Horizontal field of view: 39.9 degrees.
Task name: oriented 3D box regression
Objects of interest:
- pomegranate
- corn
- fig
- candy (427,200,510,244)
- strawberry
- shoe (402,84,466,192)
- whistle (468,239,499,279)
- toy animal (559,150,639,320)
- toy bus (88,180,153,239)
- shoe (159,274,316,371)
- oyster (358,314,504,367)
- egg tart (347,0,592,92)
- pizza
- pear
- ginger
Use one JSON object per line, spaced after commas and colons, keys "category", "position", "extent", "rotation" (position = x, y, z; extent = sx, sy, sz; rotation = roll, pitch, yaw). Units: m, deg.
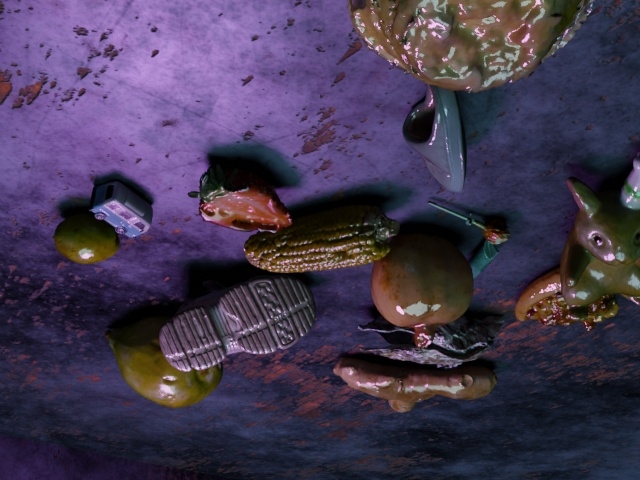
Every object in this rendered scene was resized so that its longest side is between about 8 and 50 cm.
{"category": "pomegranate", "position": [0.200, 0.083, 1.757], "extent": [0.207, 0.207, 0.207], "rotation": [2, 151, 1]}
{"category": "corn", "position": [0.000, 0.000, 1.704], "extent": [0.322, 0.119, 0.119], "rotation": [-7, 150, 25]}
{"category": "fig", "position": [-0.404, 0.302, 2.168], "extent": [0.314, 0.233, 0.233], "rotation": [-9, 149, 15]}
{"category": "candy", "position": [0.283, -0.039, 1.683], "extent": [0.184, 0.049, 0.055], "rotation": [21, -169, -19]}
{"category": "strawberry", "position": [-0.143, -0.082, 1.599], "extent": [0.192, 0.085, 0.140], "rotation": [1, 144, -7]}
{"category": "shoe", "position": [0.181, -0.165, 1.406], "extent": [0.100, 0.103, 0.251], "rotation": [-4, 145, 10]}
{"category": "whistle", "position": [0.324, 0.053, 1.845], "extent": [0.039, 0.039, 0.186], "rotation": [9, 151, -11]}
{"category": "toy animal", "position": [0.522, 0.004, 1.588], "extent": [0.181, 0.180, 0.363], "rotation": [-8, 151, 6]}
{"category": "toy bus", "position": [-0.374, -0.060, 1.688], "extent": [0.075, 0.060, 0.123], "rotation": [-18, 143, 27]}
{"category": "shoe", "position": [-0.189, 0.165, 1.990], "extent": [0.351, 0.172, 0.198], "rotation": [-14, -172, -6]}
{"category": "oyster", "position": [0.264, 0.230, 2.088], "extent": [0.351, 0.158, 0.162], "rotation": [-6, -167, 1]}
{"category": "egg tart", "position": [0.194, -0.300, 1.119], "extent": [0.352, 0.150, 0.352], "rotation": [-1, 150, 0]}
{"category": "pizza", "position": [0.561, 0.136, 1.927], "extent": [0.228, 0.081, 0.289], "rotation": [17, 147, -24]}
{"category": "pear", "position": [-0.467, -0.002, 1.754], "extent": [0.131, 0.107, 0.107], "rotation": [-2, 151, -6]}
{"category": "ginger", "position": [0.253, 0.385, 2.368], "extent": [0.363, 0.122, 0.348], "rotation": [-11, 158, 43]}
